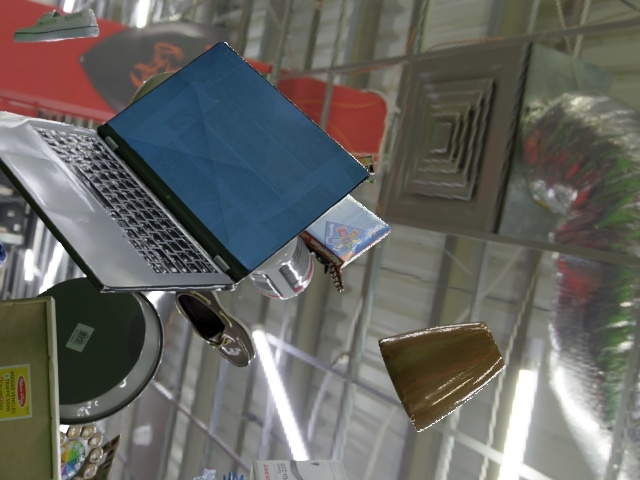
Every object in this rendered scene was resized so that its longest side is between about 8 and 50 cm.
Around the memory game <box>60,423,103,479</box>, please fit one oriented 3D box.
[{"bbox_3d":[-0.526,0.464,1.664,0.012,0.186,0.186,22,-78,31],"label":"memory game"}]

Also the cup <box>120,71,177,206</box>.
[{"bbox_3d":[-0.322,-0.238,1.808,0.331,0.331,0.237,-29,-120,55],"label":"cup"}]

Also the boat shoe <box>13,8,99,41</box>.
[{"bbox_3d":[-0.677,-0.551,2.046,0.083,0.226,0.076,-78,164,-75],"label":"boat shoe"}]

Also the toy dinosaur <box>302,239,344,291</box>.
[{"bbox_3d":[0.000,0.000,2.347,0.164,0.322,0.218,-41,-175,31],"label":"toy dinosaur"}]

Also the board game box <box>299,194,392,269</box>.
[{"bbox_3d":[0.052,-0.027,1.815,0.145,0.281,0.027,38,-62,12],"label":"board game box"}]

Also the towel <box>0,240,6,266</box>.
[{"bbox_3d":[-0.826,-0.004,1.894,0.336,0.040,0.243,-37,-101,53],"label":"towel"}]

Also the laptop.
[{"bbox_3d":[-0.213,-0.137,1.143,0.382,0.408,0.236,44,-71,25],"label":"laptop"}]

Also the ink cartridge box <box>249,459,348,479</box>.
[{"bbox_3d":[-0.046,0.582,1.816,0.158,0.218,0.092,-112,-153,-61],"label":"ink cartridge box"}]

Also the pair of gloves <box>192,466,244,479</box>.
[{"bbox_3d":[-0.334,0.820,2.674,0.159,0.198,0.023,-97,-156,-68],"label":"pair of gloves"}]

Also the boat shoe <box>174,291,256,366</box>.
[{"bbox_3d":[-0.286,0.231,2.156,0.116,0.324,0.097,-22,-154,19],"label":"boat shoe"}]

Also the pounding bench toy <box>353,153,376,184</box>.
[{"bbox_3d":[0.117,-0.191,2.221,0.052,0.065,0.083,167,-87,-83],"label":"pounding bench toy"}]

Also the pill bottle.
[{"bbox_3d":[-0.133,0.024,2.069,0.318,0.176,0.176,63,22,-65],"label":"pill bottle"}]

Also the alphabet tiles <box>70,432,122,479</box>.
[{"bbox_3d":[-0.621,0.632,2.095,0.237,0.009,0.198,-36,-155,22],"label":"alphabet tiles"}]

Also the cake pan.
[{"bbox_3d":[-0.434,0.187,1.452,0.054,0.293,0.293,84,-3,-58],"label":"cake pan"}]

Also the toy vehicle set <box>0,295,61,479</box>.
[{"bbox_3d":[-0.457,0.218,1.124,0.035,0.166,0.267,125,-40,-71],"label":"toy vehicle set"}]

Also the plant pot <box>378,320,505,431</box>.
[{"bbox_3d":[0.300,0.297,1.908,0.254,0.237,0.237,-24,-133,5],"label":"plant pot"}]
